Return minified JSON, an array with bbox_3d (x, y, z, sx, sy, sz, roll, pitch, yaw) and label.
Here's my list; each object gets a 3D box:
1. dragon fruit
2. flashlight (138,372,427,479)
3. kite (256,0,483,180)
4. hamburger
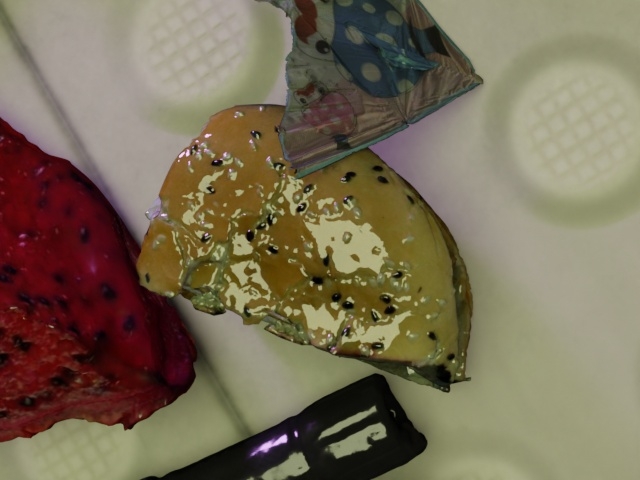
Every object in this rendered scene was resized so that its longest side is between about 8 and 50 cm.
[{"bbox_3d":[-0.263,0.064,1.169,0.330,0.240,0.302,28,93,3],"label":"dragon fruit"},{"bbox_3d":[-0.111,0.230,1.219,0.424,0.103,0.103,-26,86,9],"label":"flashlight"},{"bbox_3d":[-0.002,-0.177,1.139,0.314,0.335,0.011,19,140,-21],"label":"kite"},{"bbox_3d":[0.000,0.000,1.151,0.288,0.167,0.192,17,95,12],"label":"hamburger"}]
